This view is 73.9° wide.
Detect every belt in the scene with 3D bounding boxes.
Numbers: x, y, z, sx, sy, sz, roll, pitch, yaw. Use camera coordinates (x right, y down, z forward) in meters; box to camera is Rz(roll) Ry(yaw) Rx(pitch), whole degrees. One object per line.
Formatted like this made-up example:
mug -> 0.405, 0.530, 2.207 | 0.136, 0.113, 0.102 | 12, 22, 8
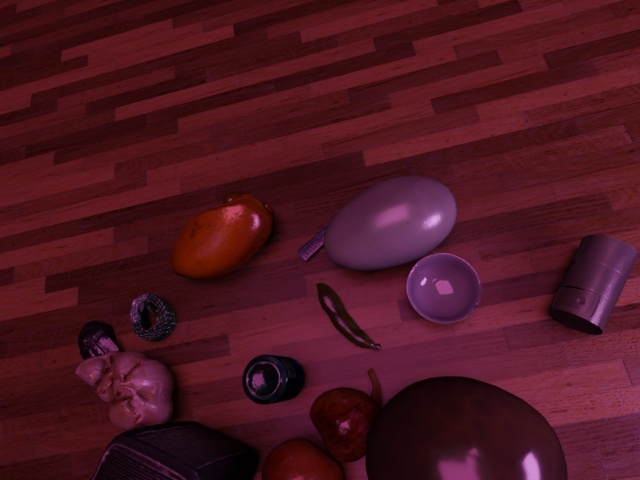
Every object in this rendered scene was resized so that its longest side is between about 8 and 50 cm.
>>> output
belt -> -0.510, 0.227, 1.275 | 0.121, 0.079, 0.151 | -33, 68, -1

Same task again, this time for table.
table -> 0.676, 0.109, 1.058 | 0.127, 0.126, 0.219 | 27, 79, 19

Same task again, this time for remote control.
remote control -> 0.000, 0.000, 1.283 | 0.152, 0.027, 0.043 | -40, 75, -3

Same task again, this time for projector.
projector -> -0.351, 0.629, 0.928 | 0.242, 0.405, 0.394 | 18, 75, 16

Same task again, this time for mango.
mango -> -0.302, -0.005, 1.260 | 0.350, 0.201, 0.199 | -39, 51, 5

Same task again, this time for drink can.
drink can -> -0.113, 0.353, 1.086 | 0.118, 0.205, 0.118 | -4, 71, 12

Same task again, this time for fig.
fig -> 0.089, 0.432, 1.052 | 0.207, 0.175, 0.175 | -23, 67, -18
fig -> -0.268, -0.121, 1.355 | 0.088, 0.074, 0.074 | -27, 67, -16

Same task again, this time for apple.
apple -> -0.036, 0.564, 1.009 | 0.201, 0.201, 0.162 | 41, 70, 21

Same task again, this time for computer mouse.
computer mouse -> -0.673, 0.319, 1.285 | 0.106, 0.062, 0.192 | -42, 67, -4

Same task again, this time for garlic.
garlic -> -0.512, 0.389, 1.156 | 0.281, 0.203, 0.185 | 42, 65, 17

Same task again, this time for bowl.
bowl -> 0.326, 0.133, 1.140 | 0.189, 0.086, 0.188 | -3, 72, 9

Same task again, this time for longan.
longan -> 0.292, 0.456, 0.881 | 0.405, 0.404, 0.335 | -5, 83, 10

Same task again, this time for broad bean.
broad bean -> 0.061, 0.216, 1.184 | 0.065, 0.046, 0.254 | -38, 70, -11

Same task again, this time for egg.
egg -> 0.182, -0.042, 1.152 | 0.371, 0.230, 0.229 | -22, 68, 9
